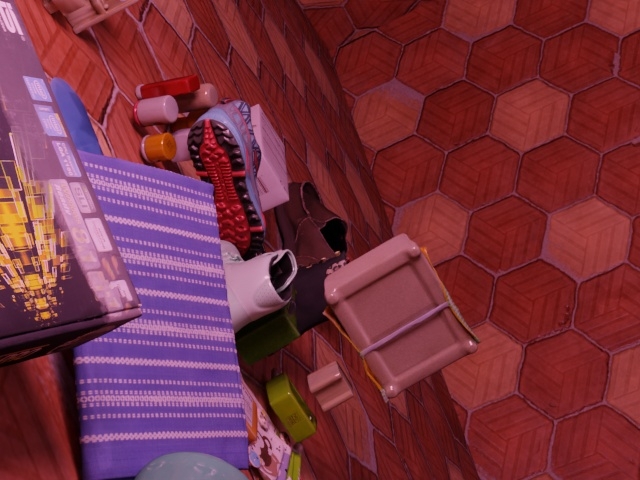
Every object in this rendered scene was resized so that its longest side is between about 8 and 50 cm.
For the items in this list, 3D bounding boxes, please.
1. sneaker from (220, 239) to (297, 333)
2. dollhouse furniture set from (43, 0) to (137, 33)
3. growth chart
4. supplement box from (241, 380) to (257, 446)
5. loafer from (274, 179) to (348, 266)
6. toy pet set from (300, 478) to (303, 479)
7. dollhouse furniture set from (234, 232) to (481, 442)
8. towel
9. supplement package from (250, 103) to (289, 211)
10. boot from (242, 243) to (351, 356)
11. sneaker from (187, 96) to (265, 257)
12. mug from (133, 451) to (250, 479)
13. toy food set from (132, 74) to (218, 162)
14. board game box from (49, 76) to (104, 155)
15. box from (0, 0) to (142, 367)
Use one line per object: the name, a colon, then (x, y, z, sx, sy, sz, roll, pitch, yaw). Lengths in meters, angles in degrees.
sneaker: (-0.095, 0.051, 1.544, 0.094, 0.151, 0.256, 60, 11, -21)
dollhouse furniture set: (-0.315, -0.374, 1.476, 0.151, 0.123, 0.144, 55, 15, -43)
growth chart: (-0.086, 0.255, 1.499, 0.237, 0.021, 0.172, 58, 13, -25)
supplement box: (-0.157, 0.142, 1.262, 0.233, 0.078, 0.080, 61, 10, -23)
loafer: (0.000, 0.000, 2.139, 0.134, 0.130, 0.366, 58, 14, -35)
toy pet set: (0.021, 0.402, 1.572, 0.114, 0.065, 0.122, 59, 14, -32)
dollhouse furniture set: (0.046, 0.122, 1.593, 0.198, 0.301, 0.151, 58, 6, -18)
towel: (-0.173, 0.084, 1.137, 0.243, 0.040, 0.336, 12, 65, -56)
supplement package: (-0.125, -0.134, 1.908, 0.105, 0.105, 0.179, 58, 13, -33)
boot: (-0.036, 0.052, 1.740, 0.085, 0.178, 0.236, 52, 19, -51)
sneaker: (-0.118, -0.093, 1.645, 0.125, 0.104, 0.262, -62, 156, -46)
mug: (-0.126, 0.261, 1.020, 0.129, 0.157, 0.097, 41, 39, -19)
toy food set: (-0.227, -0.179, 1.643, 0.232, 0.104, 0.111, -47, 127, -59)
board game box: (-0.288, -0.105, 1.289, 0.133, 0.033, 0.169, -76, 146, -80)
box: (-0.320, -0.087, 0.842, 0.395, 0.097, 0.318, 67, 19, 7)
